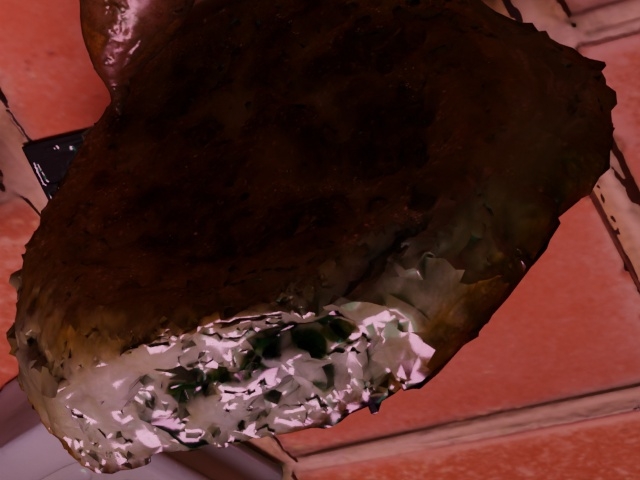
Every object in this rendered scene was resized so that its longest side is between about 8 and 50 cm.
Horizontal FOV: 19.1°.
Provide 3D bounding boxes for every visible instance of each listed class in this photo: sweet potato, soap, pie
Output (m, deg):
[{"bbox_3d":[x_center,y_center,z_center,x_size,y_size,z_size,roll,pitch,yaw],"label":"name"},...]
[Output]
[{"bbox_3d":[-0.088,-0.176,0.963,0.068,0.068,0.226,8,119,-3],"label":"sweet potato"},{"bbox_3d":[-0.137,0.162,1.352,0.198,0.066,0.119,35,130,-29],"label":"soap"},{"bbox_3d":[-0.024,-0.022,0.958,0.354,0.288,0.103,-15,128,28],"label":"pie"}]

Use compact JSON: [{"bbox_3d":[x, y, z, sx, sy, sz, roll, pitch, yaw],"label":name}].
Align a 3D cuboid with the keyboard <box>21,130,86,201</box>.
[{"bbox_3d":[-0.079,-0.050,1.131,0.198,0.010,0.064,-11,120,19],"label":"keyboard"}]
